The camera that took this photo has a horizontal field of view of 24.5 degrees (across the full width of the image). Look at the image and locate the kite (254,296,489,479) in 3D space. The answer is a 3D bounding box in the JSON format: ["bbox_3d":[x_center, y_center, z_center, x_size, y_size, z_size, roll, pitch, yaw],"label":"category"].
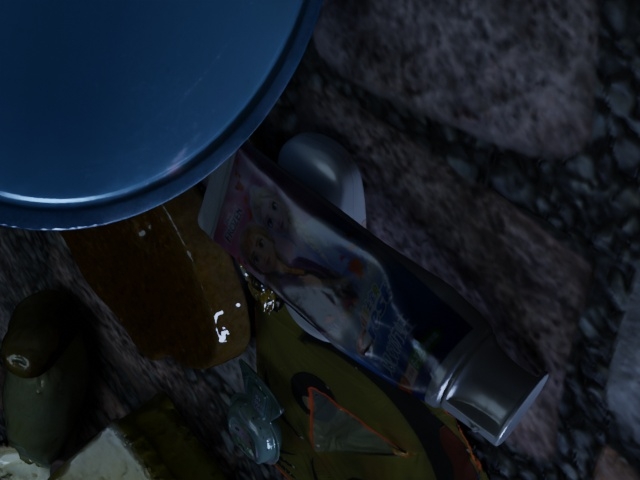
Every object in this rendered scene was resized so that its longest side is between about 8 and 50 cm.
[{"bbox_3d":[0.029,0.172,1.165,0.327,0.013,0.378,-10,110,58],"label":"kite"}]

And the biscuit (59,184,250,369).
[{"bbox_3d":[-0.155,-0.015,1.225,0.257,0.049,0.273,-15,103,62],"label":"biscuit"}]

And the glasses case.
[{"bbox_3d":[0.000,0.000,1.016,0.063,0.041,0.164,28,136,34],"label":"glasses case"}]

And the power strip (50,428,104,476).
[{"bbox_3d":[-0.214,0.277,1.556,0.154,0.078,0.154,37,144,33],"label":"power strip"}]

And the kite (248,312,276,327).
[{"bbox_3d":[-0.064,0.053,1.202,0.078,0.002,0.044,-8,110,57],"label":"kite"}]

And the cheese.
[{"bbox_3d":[-0.054,0.149,1.236,0.067,0.026,0.121,46,150,23],"label":"cheese"}]

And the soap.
[{"bbox_3d":[-0.137,0.327,1.398,0.199,0.091,0.315,-42,80,27],"label":"soap"}]

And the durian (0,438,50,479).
[{"bbox_3d":[-0.333,0.280,1.747,0.130,0.066,0.052,52,151,-10],"label":"durian"}]

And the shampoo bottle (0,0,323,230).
[{"bbox_3d":[-0.220,-0.206,0.869,0.342,0.331,0.331,23,135,47],"label":"shampoo bottle"}]

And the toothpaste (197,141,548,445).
[{"bbox_3d":[0.024,0.032,0.957,0.266,0.061,0.096,37,134,17],"label":"toothpaste"}]

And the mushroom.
[{"bbox_3d":[-0.293,0.177,1.559,0.087,0.107,0.333,18,141,1],"label":"mushroom"}]

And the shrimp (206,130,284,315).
[{"bbox_3d":[-0.058,-0.035,1.074,0.101,0.042,0.190,14,124,65],"label":"shrimp"}]
